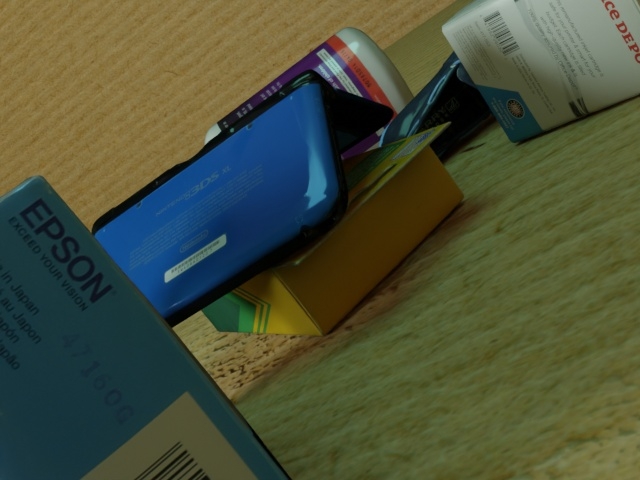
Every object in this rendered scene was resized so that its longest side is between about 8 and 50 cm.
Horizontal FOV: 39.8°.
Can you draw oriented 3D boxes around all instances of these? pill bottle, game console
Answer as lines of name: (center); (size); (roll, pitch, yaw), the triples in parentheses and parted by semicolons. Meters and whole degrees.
pill bottle: (-0.031, -0.135, 1.224); (0.323, 0.181, 0.181); (-36, 13, 2)
game console: (-0.065, -0.014, 0.859); (0.293, 0.173, 0.250); (-32, 44, 24)

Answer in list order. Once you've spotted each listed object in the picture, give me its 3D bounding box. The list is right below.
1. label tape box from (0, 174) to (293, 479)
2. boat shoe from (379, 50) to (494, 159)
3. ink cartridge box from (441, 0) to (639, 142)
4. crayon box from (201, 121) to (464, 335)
label tape box: (-0.142, 0.087, 0.569); (0.115, 0.249, 0.347); (-39, 13, -10)
boat shoe: (0.182, -0.169, 1.019); (0.258, 0.109, 0.089); (-52, 18, 7)
ink cartridge box: (0.230, -0.191, 0.823); (0.190, 0.140, 0.082); (-20, 19, 51)
crayon box: (0.000, 0.000, 0.885); (0.203, 0.083, 0.323); (-42, 13, -22)
